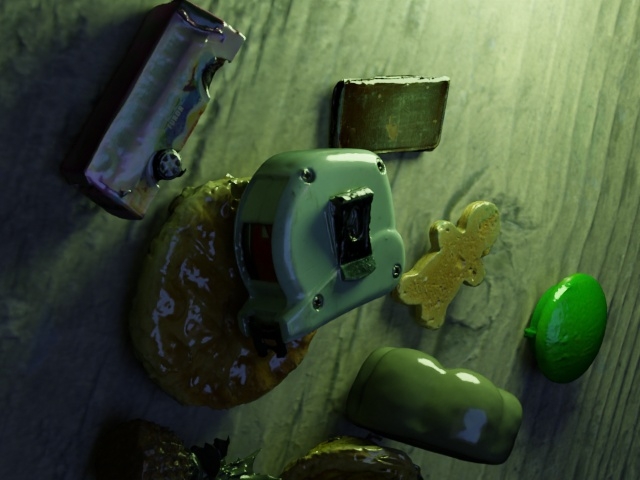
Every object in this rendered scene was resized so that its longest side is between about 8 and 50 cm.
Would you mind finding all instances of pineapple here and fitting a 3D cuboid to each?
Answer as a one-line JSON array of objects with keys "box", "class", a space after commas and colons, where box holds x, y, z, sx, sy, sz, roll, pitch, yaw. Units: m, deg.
[{"box": [-0.173, 0.320, 1.630, 0.277, 0.119, 0.130, 25, 63, -48], "class": "pineapple"}]

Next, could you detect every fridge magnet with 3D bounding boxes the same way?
[{"box": [0.456, 0.161, 2.244, 0.208, 0.088, 0.208, -13, 109, -42], "class": "fridge magnet"}]

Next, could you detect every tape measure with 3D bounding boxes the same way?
[{"box": [0.000, 0.001, 1.608, 0.243, 0.125, 0.246, -24, 112, -42], "class": "tape measure"}]

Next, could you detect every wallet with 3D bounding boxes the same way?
[{"box": [0.103, -0.189, 1.839, 0.232, 0.031, 0.122, -7, 109, -42], "class": "wallet"}]

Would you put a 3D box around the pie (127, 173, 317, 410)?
[{"box": [-0.117, 0.071, 1.649, 0.339, 0.083, 0.340, -10, 105, -44], "class": "pie"}]

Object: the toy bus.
[{"box": [-0.202, -0.164, 1.493, 0.112, 0.090, 0.274, 37, 72, -35], "class": "toy bus"}]

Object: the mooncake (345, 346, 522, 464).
[{"box": [0.175, 0.255, 1.863, 0.275, 0.275, 0.135, 31, 75, -45], "class": "mooncake"}]

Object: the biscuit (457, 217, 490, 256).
[{"box": [0.257, -0.007, 2.049, 0.081, 0.018, 0.083, -20, 115, -41], "class": "biscuit"}]

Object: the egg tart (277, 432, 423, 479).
[{"box": [0.040, 0.365, 1.828, 0.241, 0.241, 0.106, 54, 20, -39], "class": "egg tart"}]

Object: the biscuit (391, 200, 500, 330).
[{"box": [0.214, 0.032, 1.990, 0.234, 0.030, 0.153, -53, 130, -13], "class": "biscuit"}]
